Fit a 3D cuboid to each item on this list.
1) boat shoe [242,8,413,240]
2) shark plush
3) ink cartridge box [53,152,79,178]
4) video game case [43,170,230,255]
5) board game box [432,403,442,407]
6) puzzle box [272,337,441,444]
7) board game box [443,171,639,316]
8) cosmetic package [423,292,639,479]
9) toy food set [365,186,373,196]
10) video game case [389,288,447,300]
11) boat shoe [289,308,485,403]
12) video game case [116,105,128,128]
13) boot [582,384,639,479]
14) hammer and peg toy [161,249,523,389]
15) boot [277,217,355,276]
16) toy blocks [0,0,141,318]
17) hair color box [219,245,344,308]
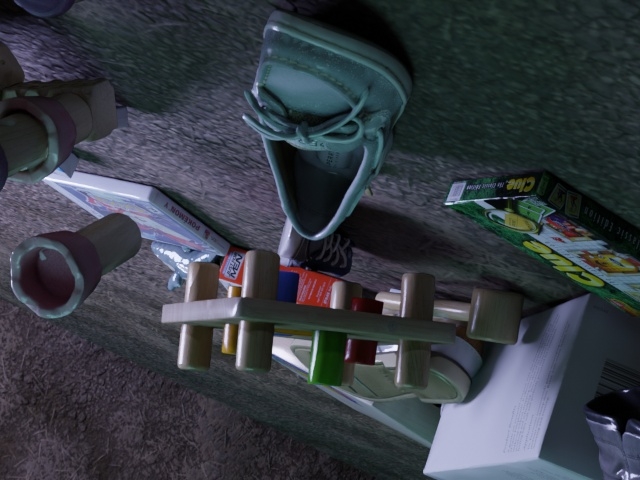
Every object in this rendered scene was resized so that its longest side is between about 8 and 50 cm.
[{"bbox_3d":[0.001,-0.088,1.143,0.118,0.103,0.320,20,166,5],"label":"boat shoe"},{"bbox_3d":[-0.181,0.025,1.952,0.067,0.073,0.161,58,159,-15],"label":"shark plush"},{"bbox_3d":[-0.347,-0.107,1.740,0.083,0.028,0.048,16,165,18],"label":"ink cartridge box"},{"bbox_3d":[-0.245,-0.038,1.861,0.201,0.023,0.183,11,163,35],"label":"video game case"},{"bbox_3d":[0.157,0.183,1.965,0.193,0.053,0.305,32,168,-22],"label":"board game box"},{"bbox_3d":[0.073,0.225,2.084,0.272,0.052,0.409,25,172,35],"label":"puzzle box"},{"bbox_3d":[0.251,0.009,1.301,0.260,0.030,0.136,29,167,-27],"label":"board game box"},{"bbox_3d":[0.266,0.197,1.620,0.155,0.197,0.365,23,165,-8],"label":"cosmetic package"},{"bbox_3d":[-0.003,-0.082,1.354,0.122,0.019,0.078,25,168,19],"label":"toy food set"},{"bbox_3d":[0.156,0.091,1.783,0.122,0.011,0.087,12,163,35],"label":"video game case"},{"bbox_3d":[0.089,0.135,1.779,0.302,0.103,0.113,3,142,47],"label":"boat shoe"},{"bbox_3d":[-0.342,-0.106,1.371,0.204,0.025,0.285,0,-171,20],"label":"video game case"},{"bbox_3d":[0.357,0.266,1.265,0.118,0.222,0.338,-21,-160,-29],"label":"boot"},{"bbox_3d":[0.027,0.101,1.571,0.361,0.127,0.266,9,172,-24],"label":"hammer and peg toy"},{"bbox_3d":[0.000,0.000,1.582,0.086,0.069,0.190,14,174,-2],"label":"boot"},{"bbox_3d":[-0.326,-0.087,1.065,0.289,0.309,0.260,1,-164,22],"label":"toy blocks"},{"bbox_3d":[-0.046,0.065,1.897,0.167,0.053,0.093,16,165,14],"label":"hair color box"}]
